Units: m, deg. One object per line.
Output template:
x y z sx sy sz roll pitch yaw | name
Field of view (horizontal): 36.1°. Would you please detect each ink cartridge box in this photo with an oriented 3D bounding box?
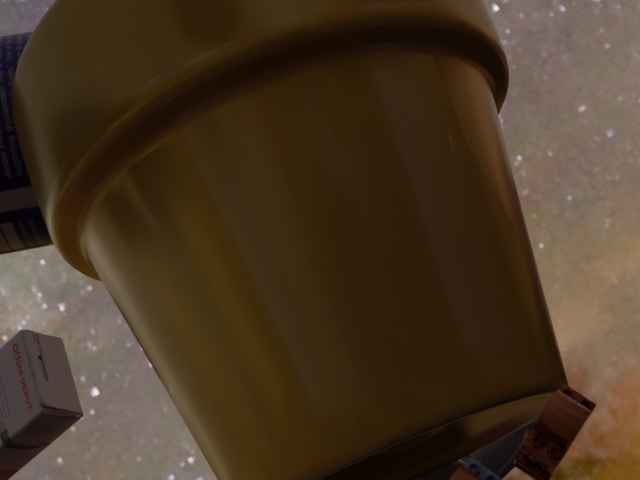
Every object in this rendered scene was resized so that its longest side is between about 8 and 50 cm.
-0.344 0.187 1.097 0.150 0.109 0.063 -39 -34 21 | ink cartridge box

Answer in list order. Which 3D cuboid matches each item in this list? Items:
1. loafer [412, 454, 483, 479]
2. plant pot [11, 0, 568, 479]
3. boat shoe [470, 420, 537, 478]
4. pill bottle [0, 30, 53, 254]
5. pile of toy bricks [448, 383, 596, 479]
0.055 0.208 0.628 0.087 0.094 0.251 -56 -19 -49 | loafer
0.000 0.000 0.496 0.254 0.239 0.254 -21 -20 -8 | plant pot
0.137 0.252 1.010 0.227 0.079 0.081 -40 8 2 | boat shoe
-0.228 -0.067 0.700 0.264 0.153 0.153 -11 -28 -9 | pill bottle
0.077 0.135 0.333 0.212 0.118 0.105 -50 -20 -20 | pile of toy bricks
